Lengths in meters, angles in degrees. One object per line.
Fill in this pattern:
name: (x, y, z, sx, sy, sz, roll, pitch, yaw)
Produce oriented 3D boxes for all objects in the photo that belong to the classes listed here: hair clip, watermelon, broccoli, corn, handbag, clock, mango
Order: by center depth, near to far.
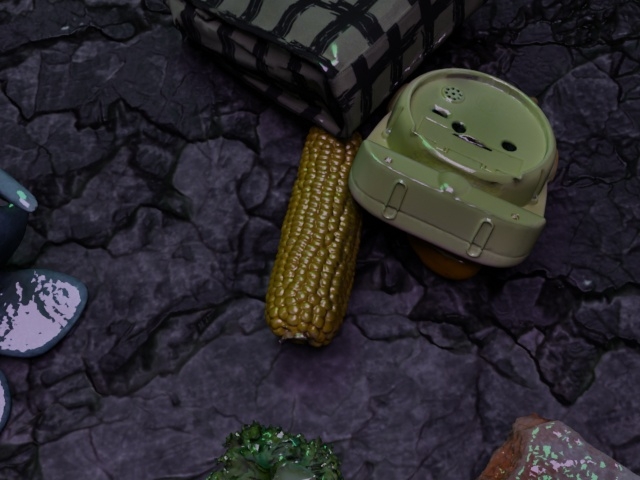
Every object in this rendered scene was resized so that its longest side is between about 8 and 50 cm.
watermelon: (0.254, 0.349, 1.330, 0.264, 0.151, 0.302, -40, 73, -16)
broccoli: (-0.049, 0.279, 1.334, 0.194, 0.194, 0.219, 42, 66, 16)
hair clip: (-0.460, 0.053, 1.406, 0.392, 0.238, 0.318, 39, 68, 15)
corn: (0.000, 0.000, 1.512, 0.101, 0.101, 0.310, 10, 60, 3)
mango: (0.153, 0.001, 1.533, 0.080, 0.060, 0.114, -35, 70, -16)
clock: (0.180, -0.117, 1.535, 0.235, 0.096, 0.308, 23, 44, 4)
handbag: (0.008, -0.318, 1.591, 0.327, 0.162, 0.325, 32, 64, 29)
